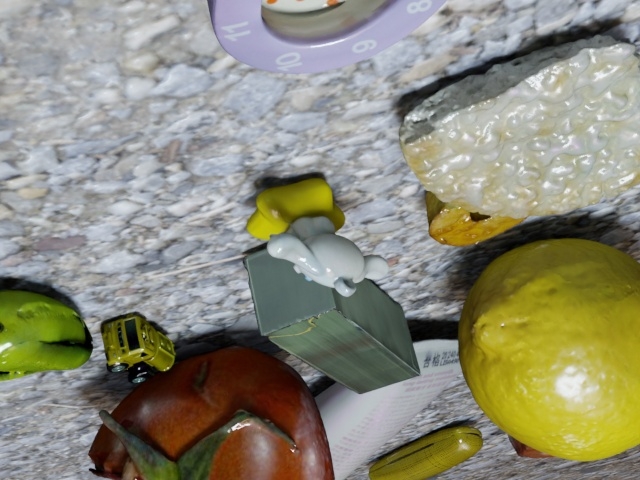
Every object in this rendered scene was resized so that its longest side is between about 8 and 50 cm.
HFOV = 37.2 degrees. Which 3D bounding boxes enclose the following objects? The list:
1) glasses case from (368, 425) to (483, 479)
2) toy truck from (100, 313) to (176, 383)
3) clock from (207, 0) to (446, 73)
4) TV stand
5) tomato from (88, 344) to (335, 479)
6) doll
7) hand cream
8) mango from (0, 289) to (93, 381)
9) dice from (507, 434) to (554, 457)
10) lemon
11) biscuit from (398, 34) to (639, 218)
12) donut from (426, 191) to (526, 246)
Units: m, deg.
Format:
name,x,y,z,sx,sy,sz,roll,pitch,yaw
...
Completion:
name,x,y,z,sx,sy,sz,roll,pitch,yaw
glasses case,0.185,0.384,1.678,0.079,0.064,0.234,21,139,-38
toy truck,-0.189,0.110,0.977,0.054,0.049,0.083,-20,154,8
clock,0.012,-0.176,0.500,0.172,0.064,0.198,-15,154,3
TV stand,0.019,0.082,0.979,0.082,0.088,0.269,-20,153,14
tomato,-0.100,0.205,1.076,0.309,0.170,0.309,13,171,2
doll,0.005,0.001,0.792,0.135,0.113,0.071,28,115,-26
hand cream,0.063,0.216,1.259,0.185,0.118,0.359,1,144,-40
mango,-0.269,0.088,0.872,0.091,0.074,0.165,-25,165,7
dice,0.320,0.173,1.219,0.179,0.174,0.175,-10,155,2
lemon,0.268,0.115,1.008,0.236,0.236,0.263,-22,163,16
biscuit,0.186,-0.088,0.751,0.265,0.040,0.188,1,137,-22
donut,0.145,-0.036,0.863,0.108,0.043,0.097,-18,153,6
